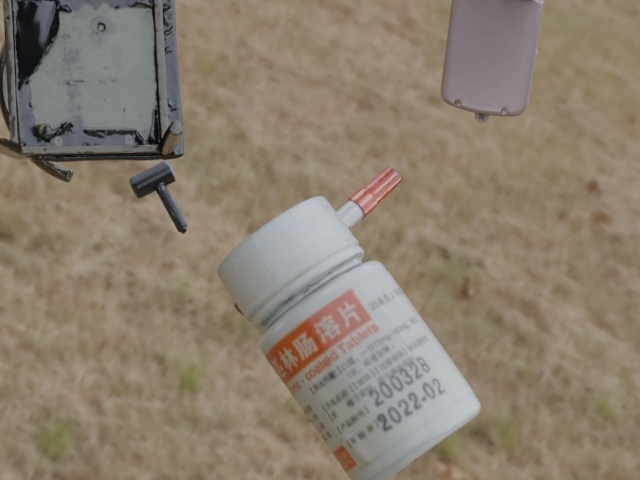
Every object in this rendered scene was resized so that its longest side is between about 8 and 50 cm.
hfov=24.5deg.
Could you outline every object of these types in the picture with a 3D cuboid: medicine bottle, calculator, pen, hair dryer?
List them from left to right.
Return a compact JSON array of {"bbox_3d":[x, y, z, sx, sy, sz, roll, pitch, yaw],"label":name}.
[{"bbox_3d":[-0.167,-0.041,1.585,0.083,0.047,0.026,59,-10,15],"label":"hair dryer"},{"bbox_3d":[0.000,0.000,1.573,0.028,0.028,0.239,38,65,23],"label":"pen"},{"bbox_3d":[0.024,0.093,1.359,0.252,0.144,0.144,57,30,10],"label":"medicine bottle"},{"bbox_3d":[0.185,-0.210,1.601,0.100,0.175,0.032,12,26,13],"label":"calculator"}]

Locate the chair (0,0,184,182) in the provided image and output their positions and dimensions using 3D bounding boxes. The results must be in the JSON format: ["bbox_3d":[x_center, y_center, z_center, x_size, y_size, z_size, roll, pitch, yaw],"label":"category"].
[{"bbox_3d":[-0.207,-0.154,1.304,0.166,0.188,0.272,-3,-2,-10],"label":"chair"}]
